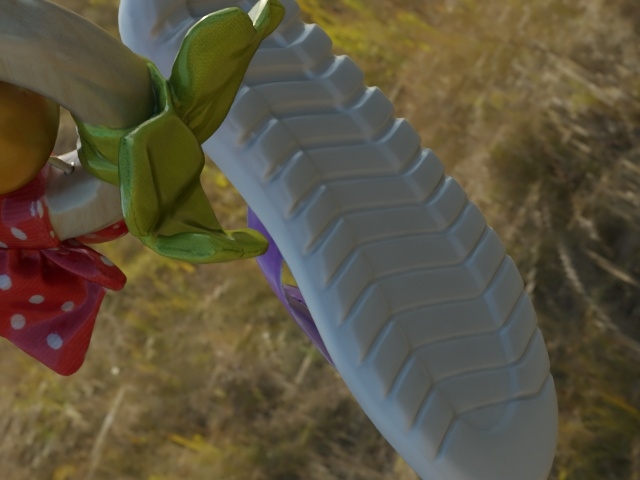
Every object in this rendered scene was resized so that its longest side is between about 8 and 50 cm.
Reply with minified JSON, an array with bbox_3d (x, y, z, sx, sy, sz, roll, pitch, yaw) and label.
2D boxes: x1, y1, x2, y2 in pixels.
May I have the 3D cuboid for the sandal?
[{"bbox_3d":[0.011,-0.005,1.010,0.169,0.416,0.102,-27,-7,-42],"label":"sandal"}]

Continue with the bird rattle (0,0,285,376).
[{"bbox_3d":[-0.137,-0.047,0.716,0.253,0.207,0.143,-17,52,45],"label":"bird rattle"}]
